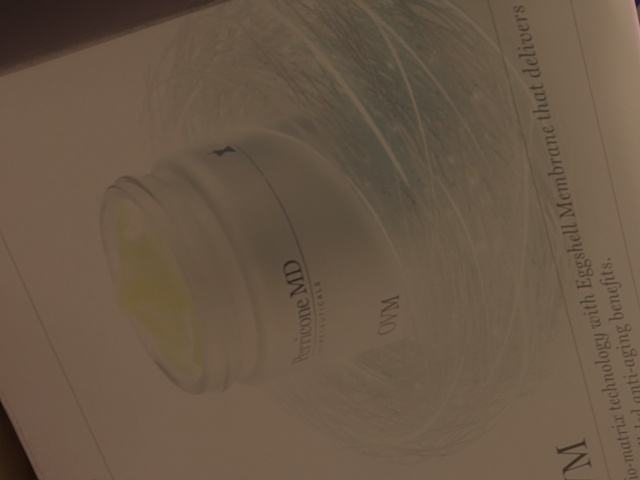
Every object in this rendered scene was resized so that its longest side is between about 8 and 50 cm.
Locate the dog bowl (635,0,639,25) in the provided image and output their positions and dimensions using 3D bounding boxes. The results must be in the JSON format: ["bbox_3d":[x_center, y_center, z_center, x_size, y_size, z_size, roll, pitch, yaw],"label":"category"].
[{"bbox_3d":[0.099,-0.054,0.682,0.265,0.104,0.265,-53,170,-13],"label":"dog bowl"}]

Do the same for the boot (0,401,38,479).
[{"bbox_3d":[-0.169,0.119,0.441,0.262,0.095,0.203,-60,149,-35],"label":"boot"}]

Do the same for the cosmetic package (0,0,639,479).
[{"bbox_3d":[0.000,0.000,0.467,0.138,0.225,0.224,-99,171,-65],"label":"cosmetic package"}]
